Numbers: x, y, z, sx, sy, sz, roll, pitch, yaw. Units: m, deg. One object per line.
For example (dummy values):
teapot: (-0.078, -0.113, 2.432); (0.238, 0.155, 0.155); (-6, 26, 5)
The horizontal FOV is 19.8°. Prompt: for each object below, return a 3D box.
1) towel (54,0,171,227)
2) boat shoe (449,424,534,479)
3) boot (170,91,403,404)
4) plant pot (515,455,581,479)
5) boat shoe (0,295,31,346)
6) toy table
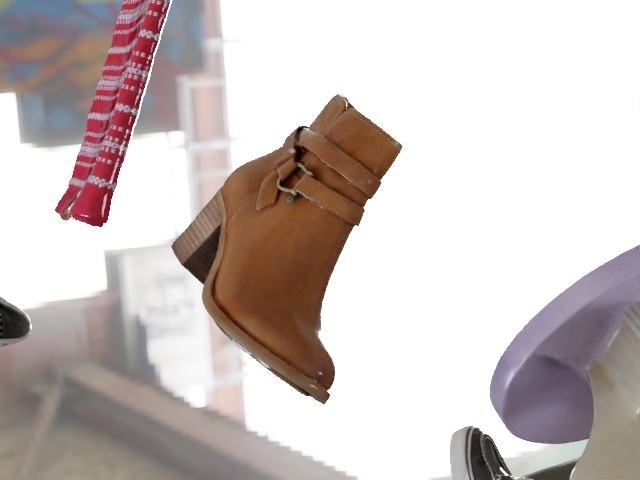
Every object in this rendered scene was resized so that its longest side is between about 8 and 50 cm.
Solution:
towel: (-0.159, -0.143, 1.495); (0.031, 0.275, 0.199); (16, 180, -13)
boat shoe: (0.184, 0.260, 1.722); (0.070, 0.219, 0.078); (-35, 141, 22)
boot: (0.000, 0.000, 1.609); (0.220, 0.109, 0.283); (-43, -148, 4)
plant pot: (0.292, 0.334, 1.871); (0.188, 0.187, 0.167); (-23, -169, 26)
boat shoe: (-0.341, 0.053, 1.587); (0.076, 0.083, 0.226); (-9, 169, 30)
toy table: (0.286, 0.114, 1.453); (0.274, 0.252, 0.161); (-36, -137, 7)
